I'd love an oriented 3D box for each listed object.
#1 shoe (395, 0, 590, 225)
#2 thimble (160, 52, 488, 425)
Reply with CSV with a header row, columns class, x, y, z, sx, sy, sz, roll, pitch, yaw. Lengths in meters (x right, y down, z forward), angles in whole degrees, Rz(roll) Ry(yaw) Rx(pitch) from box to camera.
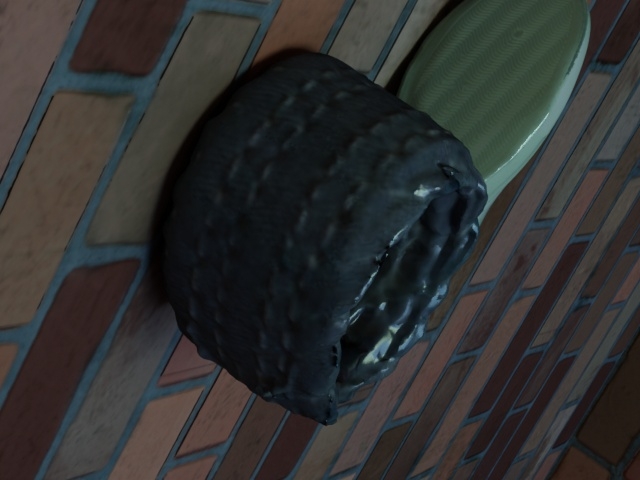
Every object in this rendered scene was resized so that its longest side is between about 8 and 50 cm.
class,x,y,z,sx,sy,sz,roll,pitch,yaw
shoe,0.104,-0.055,1.329,0.363,0.132,0.160,-50,158,-1
thimble,0.000,0.000,1.131,0.205,0.172,0.236,-4,128,-59
